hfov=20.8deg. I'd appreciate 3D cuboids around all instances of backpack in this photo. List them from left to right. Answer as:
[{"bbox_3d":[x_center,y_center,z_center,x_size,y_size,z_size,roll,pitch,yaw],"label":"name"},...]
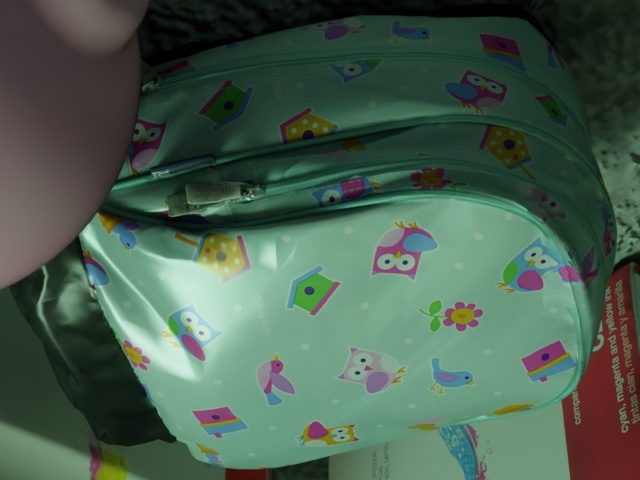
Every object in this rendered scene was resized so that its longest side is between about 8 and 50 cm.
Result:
[{"bbox_3d":[0.000,0.000,0.546,0.182,0.115,0.152,-11,139,9],"label":"backpack"}]

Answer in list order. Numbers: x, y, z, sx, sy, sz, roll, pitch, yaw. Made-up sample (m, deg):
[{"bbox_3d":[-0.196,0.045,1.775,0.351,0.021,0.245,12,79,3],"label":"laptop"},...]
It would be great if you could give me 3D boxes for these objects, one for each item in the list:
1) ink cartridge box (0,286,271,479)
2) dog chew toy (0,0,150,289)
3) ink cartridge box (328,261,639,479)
[{"bbox_3d":[-0.113,0.083,0.683,0.231,0.078,0.134,28,136,-33],"label":"ink cartridge box"},{"bbox_3d":[-0.190,-0.011,0.462,0.331,0.207,0.206,-24,137,22],"label":"dog chew toy"},{"bbox_3d":[0.104,0.119,0.692,0.128,0.127,0.176,27,135,-32],"label":"ink cartridge box"}]
